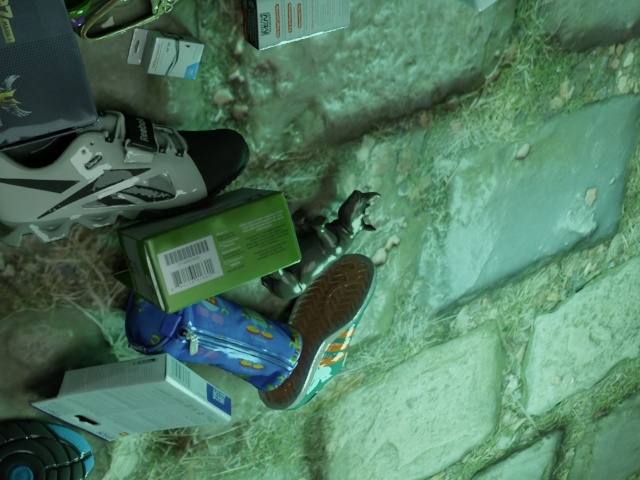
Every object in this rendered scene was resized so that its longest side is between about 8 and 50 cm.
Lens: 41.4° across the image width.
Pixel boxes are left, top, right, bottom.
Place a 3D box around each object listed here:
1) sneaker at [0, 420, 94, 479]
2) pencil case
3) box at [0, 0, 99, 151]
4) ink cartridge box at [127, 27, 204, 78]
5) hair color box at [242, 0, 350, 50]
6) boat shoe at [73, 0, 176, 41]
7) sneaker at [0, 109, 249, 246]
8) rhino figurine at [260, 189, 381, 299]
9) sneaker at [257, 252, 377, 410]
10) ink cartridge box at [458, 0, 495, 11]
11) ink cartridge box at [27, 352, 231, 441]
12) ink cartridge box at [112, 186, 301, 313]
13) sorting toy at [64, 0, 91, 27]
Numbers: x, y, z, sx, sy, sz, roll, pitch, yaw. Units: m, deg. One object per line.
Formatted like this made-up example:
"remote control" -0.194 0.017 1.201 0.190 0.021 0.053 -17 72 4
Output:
"sneaker" -0.502 0.358 1.227 0.341 0.125 0.139 -9 154 -35
"pencil case" -0.155 0.145 1.292 0.306 0.133 0.119 29 94 -47
"box" -0.345 -0.205 0.850 0.183 0.059 0.232 -18 108 -18
"ink cartridge box" -0.191 -0.230 1.047 0.083 0.028 0.048 0 122 -37
"hair color box" -0.030 -0.302 1.105 0.141 0.043 0.072 -21 132 -25
"boat shoe" -0.214 -0.273 0.982 0.153 0.048 0.056 -27 135 -18
"sneaker" -0.242 -0.105 1.035 0.331 0.122 0.146 -18 128 -21
"rhino figurine" 0.000 0.000 1.342 0.243 0.073 0.106 -39 133 -8
"sneaker" 0.005 0.157 1.458 0.302 0.108 0.121 -57 157 4
"ink cartridge box" 0.278 -0.530 1.074 0.395 0.166 0.285 -36 137 -10
"ink cartridge box" -0.278 0.239 1.271 0.224 0.045 0.223 -12 150 14
"ink cartridge box" -0.171 -0.001 1.118 0.189 0.255 0.097 -21 107 -25
"sorting toy" -0.298 -0.242 0.934 0.102 0.061 0.042 -11 132 -2
